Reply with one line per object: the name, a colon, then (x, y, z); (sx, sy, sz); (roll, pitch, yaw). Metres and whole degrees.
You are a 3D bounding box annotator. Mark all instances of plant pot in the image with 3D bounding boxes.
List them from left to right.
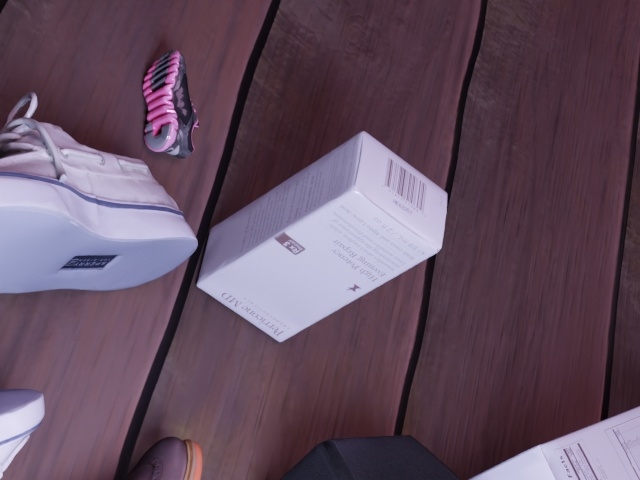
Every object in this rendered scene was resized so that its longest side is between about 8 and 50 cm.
plant pot: (0.044, 0.280, 1.822); (0.188, 0.187, 0.167); (4, 50, -45)

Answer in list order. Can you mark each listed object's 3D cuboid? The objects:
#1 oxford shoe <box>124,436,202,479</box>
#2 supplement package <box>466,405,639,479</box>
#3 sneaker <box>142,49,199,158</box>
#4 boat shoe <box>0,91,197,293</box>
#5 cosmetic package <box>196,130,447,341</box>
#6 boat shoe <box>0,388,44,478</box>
oxford shoe: (-0.185, 0.240, 1.665); (0.098, 0.097, 0.271); (43, 40, -8)
supplement package: (0.264, 0.301, 2.016); (0.263, 0.199, 0.198); (-12, 74, -50)
sneaker: (-0.146, -0.134, 2.008); (0.057, 0.047, 0.119); (27, 54, -41)
boat shoe: (-0.249, -0.052, 1.745); (0.367, 0.136, 0.156); (3, 55, -59)
cosmetic package: (0.000, 0.000, 1.915); (0.117, 0.231, 0.085); (35, 43, -25)
boat shoe: (-0.301, 0.186, 1.558); (0.258, 0.095, 0.084); (-28, 116, -57)
